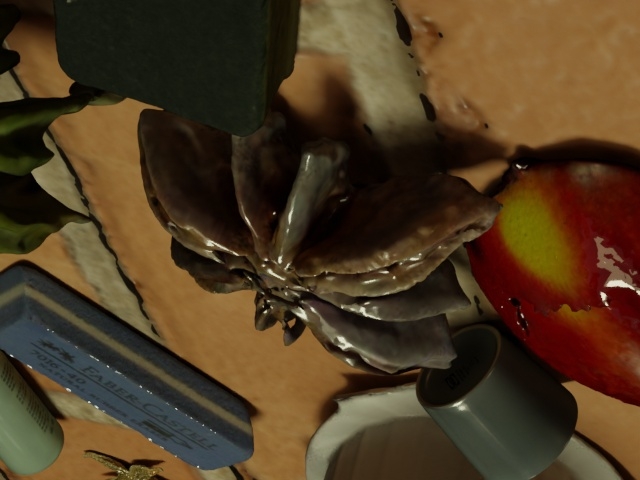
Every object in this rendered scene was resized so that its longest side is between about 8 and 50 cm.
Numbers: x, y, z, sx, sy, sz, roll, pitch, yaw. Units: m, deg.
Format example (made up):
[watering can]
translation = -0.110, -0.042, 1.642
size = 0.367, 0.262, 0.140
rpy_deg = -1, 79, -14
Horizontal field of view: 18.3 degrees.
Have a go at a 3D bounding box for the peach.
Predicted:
[peach]
translation = 0.183, 0.056, 1.137
size = 0.189, 0.068, 0.279
rpy_deg = -5, 141, 42

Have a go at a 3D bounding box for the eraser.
[eraser]
translation = -0.148, 0.096, 1.456
size = 0.225, 0.036, 0.082
rpy_deg = 35, 150, -22

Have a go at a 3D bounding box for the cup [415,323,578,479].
[cup]
translation = 0.104, 0.098, 1.262
size = 0.077, 0.078, 0.100
rpy_deg = 45, 174, -26

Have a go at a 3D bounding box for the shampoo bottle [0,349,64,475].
[shampoo bottle]
translation = -0.261, 0.111, 1.538
size = 0.056, 0.056, 0.195
rpy_deg = 6, 146, 27

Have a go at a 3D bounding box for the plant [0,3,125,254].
[plant]
translation = -0.242, -0.071, 0.991
size = 0.251, 0.180, 0.333
rpy_deg = 26, -173, 2

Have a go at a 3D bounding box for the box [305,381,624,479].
[box]
translation = 0.098, 0.267, 1.360
size = 0.291, 0.206, 0.262
rpy_deg = 24, 140, -2

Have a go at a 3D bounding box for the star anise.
[star anise]
translation = 0.000, 0.000, 1.142
size = 0.236, 0.093, 0.229
rpy_deg = -13, 129, 49

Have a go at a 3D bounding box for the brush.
[brush]
translation = -0.075, -0.136, 0.997
size = 0.123, 0.059, 0.197
rpy_deg = 16, 150, 8

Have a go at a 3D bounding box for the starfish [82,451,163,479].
[starfish]
translation = -0.155, 0.195, 1.649
size = 0.092, 0.016, 0.086
rpy_deg = 26, 149, -1
